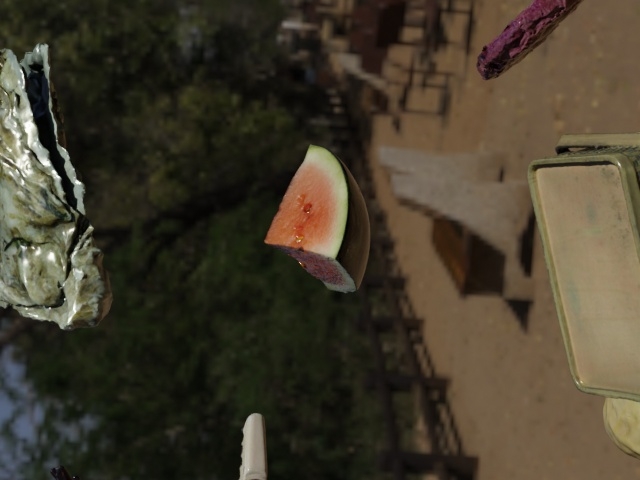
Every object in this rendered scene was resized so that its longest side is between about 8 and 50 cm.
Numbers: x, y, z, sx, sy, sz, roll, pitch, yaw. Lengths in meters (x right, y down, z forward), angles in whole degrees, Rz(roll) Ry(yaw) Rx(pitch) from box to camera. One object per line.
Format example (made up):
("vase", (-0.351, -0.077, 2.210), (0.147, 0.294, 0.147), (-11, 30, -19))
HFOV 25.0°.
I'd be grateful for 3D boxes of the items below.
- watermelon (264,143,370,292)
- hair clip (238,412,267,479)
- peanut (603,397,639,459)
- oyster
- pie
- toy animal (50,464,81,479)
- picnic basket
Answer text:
("watermelon", (0.020, -0.005, 1.792), (0.145, 0.137, 0.193), (39, -150, -40))
("hair clip", (-0.084, 0.322, 1.722), (0.072, 0.034, 0.226), (-158, 75, -72))
("peanut", (0.446, 0.190, 1.601), (0.159, 0.291, 0.143), (28, -106, -56))
("oyster", (-0.251, -0.041, 1.252), (0.198, 0.112, 0.267), (-23, 71, 55))
("pie", (0.224, -0.226, 1.525), (0.154, 0.036, 0.154), (-42, -3, -3))
("toy animal", (-0.389, 0.379, 1.706), (0.090, 0.324, 0.195), (-27, 73, 50))
("picnic basket", (0.316, 0.018, 1.385), (0.165, 0.139, 0.266), (-1, 105, 64))
